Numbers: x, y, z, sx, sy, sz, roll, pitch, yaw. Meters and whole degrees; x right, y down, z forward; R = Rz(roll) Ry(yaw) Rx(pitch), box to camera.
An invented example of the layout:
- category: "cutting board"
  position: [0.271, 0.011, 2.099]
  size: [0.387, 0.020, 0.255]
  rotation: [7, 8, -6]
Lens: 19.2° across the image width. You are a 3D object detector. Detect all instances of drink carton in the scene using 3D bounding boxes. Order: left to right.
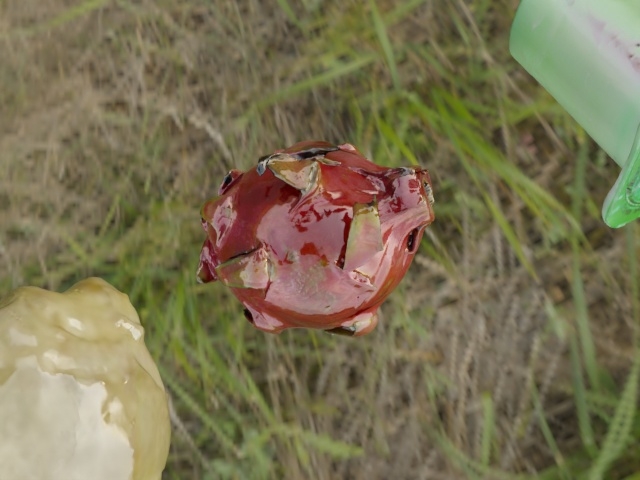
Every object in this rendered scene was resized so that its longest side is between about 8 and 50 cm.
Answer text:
- category: "drink carton"
  position: [0.209, -0.119, 1.220]
  size: [0.144, 0.142, 0.146]
  rotation: [-24, 149, -27]

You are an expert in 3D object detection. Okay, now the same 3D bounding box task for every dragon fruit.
- category: "dragon fruit"
  position: [0.000, 0.000, 1.218]
  size: [0.166, 0.136, 0.133]
  rotation: [-16, 88, 26]

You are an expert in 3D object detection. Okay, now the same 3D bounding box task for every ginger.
- category: "ginger"
  position: [-0.150, 0.085, 0.790]
  size: [0.193, 0.115, 0.122]
  rotation: [-10, 93, -36]
